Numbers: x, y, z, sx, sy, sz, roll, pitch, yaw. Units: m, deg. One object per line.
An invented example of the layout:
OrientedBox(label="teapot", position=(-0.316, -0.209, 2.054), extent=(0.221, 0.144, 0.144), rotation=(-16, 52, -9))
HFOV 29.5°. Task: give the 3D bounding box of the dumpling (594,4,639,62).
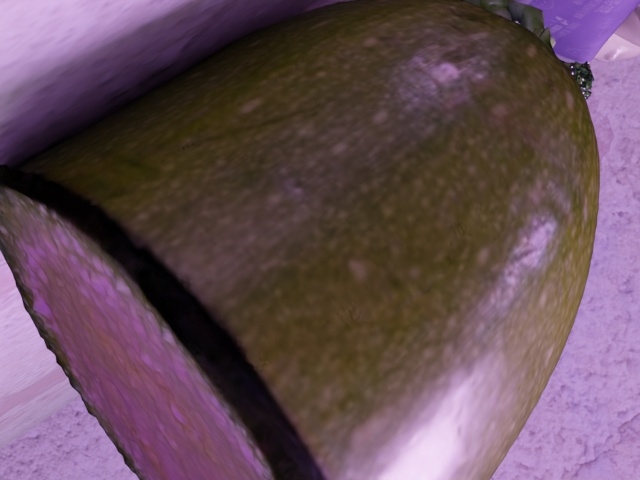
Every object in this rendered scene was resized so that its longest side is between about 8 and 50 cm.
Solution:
OrientedBox(label="dumpling", position=(0.333, -0.256, 1.024), extent=(0.315, 0.233, 0.395), rotation=(8, 165, -35))

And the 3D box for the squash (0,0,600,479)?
OrientedBox(label="squash", position=(0.027, 0.016, 0.679), extent=(0.309, 0.310, 0.310), rotation=(-35, 178, -24))

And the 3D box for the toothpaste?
OrientedBox(label="toothpaste", position=(0.198, -0.200, 0.924), extent=(0.371, 0.125, 0.080), rotation=(122, -17, -78))

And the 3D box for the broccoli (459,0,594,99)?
OrientedBox(label="broccoli", position=(0.113, -0.113, 0.929), extent=(0.195, 0.195, 0.156), rotation=(-13, 124, -81))
